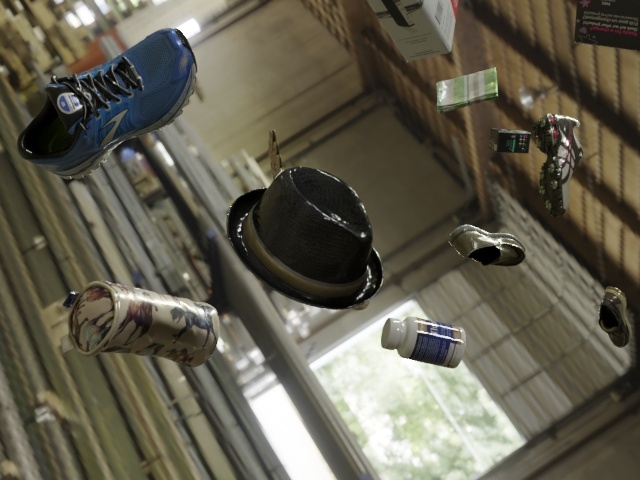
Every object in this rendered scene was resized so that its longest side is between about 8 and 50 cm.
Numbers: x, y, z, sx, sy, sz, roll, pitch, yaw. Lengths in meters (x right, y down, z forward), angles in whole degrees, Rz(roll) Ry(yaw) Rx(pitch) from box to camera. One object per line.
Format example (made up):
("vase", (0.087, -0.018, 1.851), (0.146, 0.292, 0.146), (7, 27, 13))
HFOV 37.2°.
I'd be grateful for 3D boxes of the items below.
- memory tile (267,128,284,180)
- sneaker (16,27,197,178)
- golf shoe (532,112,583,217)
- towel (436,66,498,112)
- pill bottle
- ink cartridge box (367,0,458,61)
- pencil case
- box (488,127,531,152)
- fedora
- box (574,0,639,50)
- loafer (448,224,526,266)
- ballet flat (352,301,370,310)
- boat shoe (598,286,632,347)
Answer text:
("memory tile", (-0.109, -0.188, 2.326), (0.113, 0.012, 0.148), (107, -27, -63))
("sneaker", (-0.329, -0.206, 1.450), (0.130, 0.330, 0.147), (57, 18, 12))
("golf shoe", (0.628, -0.197, 2.454), (0.105, 0.120, 0.273), (149, -61, -73))
("towel", (0.356, -0.370, 2.313), (0.023, 0.152, 0.113), (57, 28, -42))
("pill bottle", (0.157, 0.154, 1.459), (0.067, 0.120, 0.067), (-167, -90, -80))
("ink cartridge box", (0.190, -0.553, 2.042), (0.273, 0.114, 0.197), (47, 45, -46))
("pencil case", (-0.400, 0.201, 2.186), (0.410, 0.183, 0.160), (20, 47, -58))
("box", (0.459, -0.242, 2.302), (0.062, 0.083, 0.052), (-124, -144, -72))
("fedora", (-0.010, -0.027, 1.809), (0.334, 0.334, 0.152), (55, -43, 33))
("box", (0.498, -0.387, 1.415), (0.163, 0.247, 0.142), (16, -53, 31))
("loafer", (0.428, 0.033, 2.397), (0.251, 0.094, 0.087), (12, 41, -35))
("ballet flat", (0.025, 0.072, 2.063), (0.206, 0.073, 0.067), (39, -20, 11))
("boat shoe", (0.544, 0.151, 1.774), (0.056, 0.049, 0.152), (25, -32, 45))
